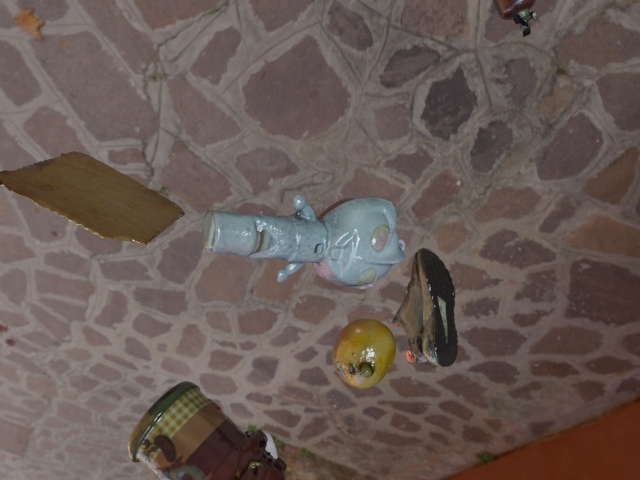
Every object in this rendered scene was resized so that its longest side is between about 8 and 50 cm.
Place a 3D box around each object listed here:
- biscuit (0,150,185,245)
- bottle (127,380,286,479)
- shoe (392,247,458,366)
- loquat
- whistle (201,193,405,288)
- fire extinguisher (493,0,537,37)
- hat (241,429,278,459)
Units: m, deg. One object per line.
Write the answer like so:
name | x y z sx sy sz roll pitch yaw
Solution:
biscuit | -0.369 -0.075 0.773 0.236 0.232 0.013 29 110 -6
bottle | -0.135 0.329 0.651 0.271 0.143 0.156 35 168 13
shoe | 0.279 0.195 1.287 0.132 0.337 0.171 20 148 -34
loquat | 0.105 0.278 1.113 0.149 0.204 0.172 31 104 -1
whistle | -0.001 0.000 0.674 0.345 0.134 0.142 5 133 -33
fire extinguisher | 0.346 -0.484 0.851 0.071 0.099 0.231 -22 89 39
hat | -0.162 0.453 0.915 0.126 0.203 0.203 -17 127 20
